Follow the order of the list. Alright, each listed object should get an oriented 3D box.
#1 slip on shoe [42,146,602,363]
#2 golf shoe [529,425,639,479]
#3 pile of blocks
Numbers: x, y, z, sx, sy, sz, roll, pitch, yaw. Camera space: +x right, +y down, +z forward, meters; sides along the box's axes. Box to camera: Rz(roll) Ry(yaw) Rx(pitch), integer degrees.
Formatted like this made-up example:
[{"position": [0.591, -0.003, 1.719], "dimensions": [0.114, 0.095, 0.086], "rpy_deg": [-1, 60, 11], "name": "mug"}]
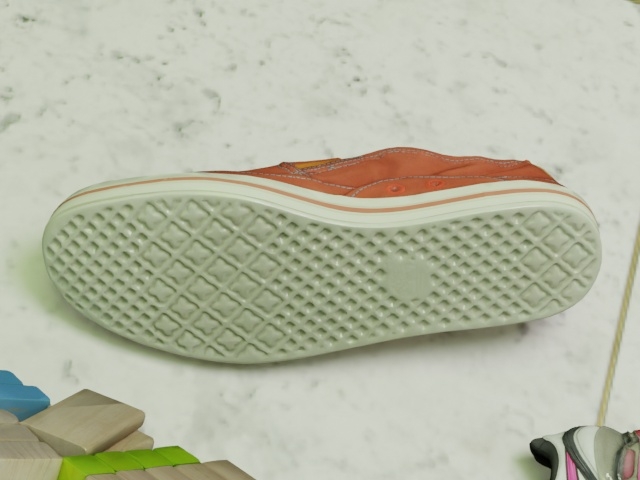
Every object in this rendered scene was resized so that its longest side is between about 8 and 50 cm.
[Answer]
[{"position": [0.000, 0.000, 0.829], "dimensions": [0.331, 0.123, 0.101], "rpy_deg": [-4, 28, -6], "name": "slip on shoe"}, {"position": [0.147, 0.193, 0.759], "dimensions": [0.086, 0.067, 0.186], "rpy_deg": [-1, 56, 22], "name": "golf shoe"}, {"position": [-0.181, 0.139, 0.723], "dimensions": [0.362, 0.149, 0.112], "rpy_deg": [21, 101, 14], "name": "pile of blocks"}]
